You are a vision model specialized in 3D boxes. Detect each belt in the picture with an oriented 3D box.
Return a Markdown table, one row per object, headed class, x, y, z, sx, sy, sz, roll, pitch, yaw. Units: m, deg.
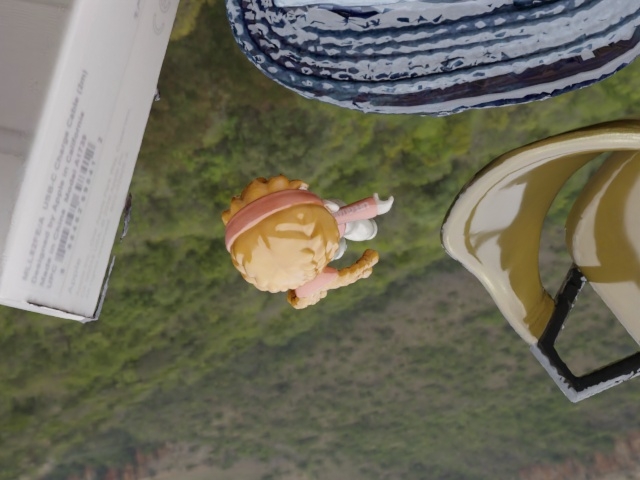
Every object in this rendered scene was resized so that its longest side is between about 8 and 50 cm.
| class | x | y | z | sx | sy | sz | roll | pitch | yaw |
| --- | --- | --- | --- | --- | --- | --- | --- | --- | --- |
| belt | 0.065 | -0.128 | 0.498 | 0.218 | 0.122 | 0.128 | -5 | -171 | 4 |

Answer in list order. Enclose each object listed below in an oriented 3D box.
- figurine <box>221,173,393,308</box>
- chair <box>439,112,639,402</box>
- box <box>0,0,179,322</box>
| class | x | y | z | sx | sy | sz | roll | pitch | yaw |
| --- | --- | --- | --- | --- | --- | --- | --- | --- | --- |
| figurine | 0.000 | 0.000 | 0.372 | 0.064 | 0.047 | 0.109 | -33 | 169 | 16 |
| chair | 0.195 | -0.007 | 0.495 | 0.247 | 0.172 | 0.159 | -32 | 166 | -43 |
| box | -0.213 | -0.087 | 0.475 | 0.251 | 0.203 | 0.106 | 13 | 173 | 14 |
